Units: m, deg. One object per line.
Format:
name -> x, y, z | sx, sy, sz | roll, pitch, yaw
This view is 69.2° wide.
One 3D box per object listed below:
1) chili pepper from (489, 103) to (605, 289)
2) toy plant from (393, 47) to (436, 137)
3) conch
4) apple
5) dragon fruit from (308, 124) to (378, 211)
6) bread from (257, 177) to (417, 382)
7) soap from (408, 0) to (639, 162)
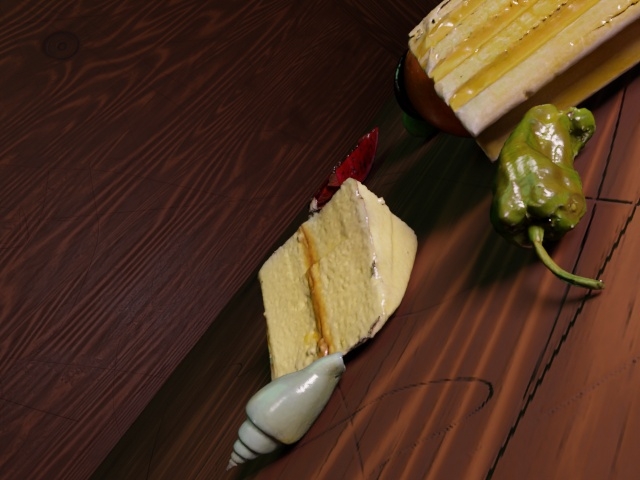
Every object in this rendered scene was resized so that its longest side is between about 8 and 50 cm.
chili pepper -> 0.169, -0.043, 0.363 | 0.073, 0.072, 0.204 | -37, 13, 48
toy plant -> 0.253, -0.343, 1.014 | 0.218, 0.175, 0.235 | -56, -17, -2
conch -> -0.034, 0.187, 0.500 | 0.180, 0.088, 0.065 | -42, 52, 3
apple -> 0.231, -0.247, 0.641 | 0.235, 0.173, 0.210 | -40, 10, -1
dragon fruit -> 0.077, -0.196, 1.468 | 0.343, 0.100, 0.282 | -52, 6, -39
bread -> -0.005, 0.066, 0.586 | 0.240, 0.135, 0.178 | -41, 11, 34
soap -> 0.232, -0.223, 0.439 | 0.274, 0.089, 0.173 | -36, 53, 23
